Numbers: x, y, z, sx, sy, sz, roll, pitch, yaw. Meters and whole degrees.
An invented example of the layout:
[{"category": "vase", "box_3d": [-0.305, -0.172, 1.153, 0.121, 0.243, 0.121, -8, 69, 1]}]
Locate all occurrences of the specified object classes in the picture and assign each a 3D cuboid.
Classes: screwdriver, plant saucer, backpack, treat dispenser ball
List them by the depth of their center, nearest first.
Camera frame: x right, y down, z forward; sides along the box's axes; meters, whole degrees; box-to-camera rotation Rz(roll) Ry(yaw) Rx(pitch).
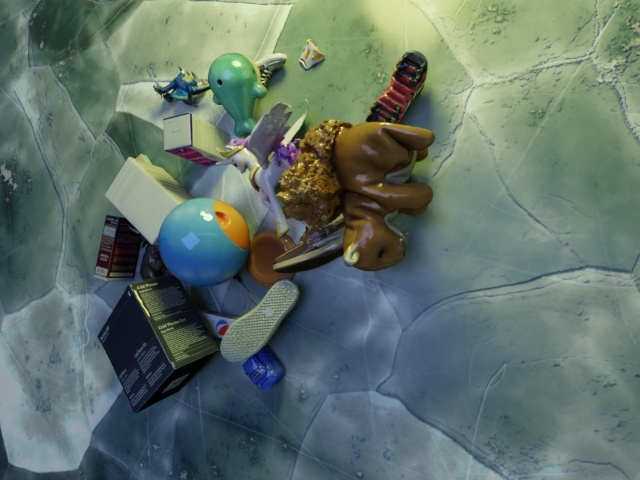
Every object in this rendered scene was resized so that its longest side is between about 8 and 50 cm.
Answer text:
[{"category": "backpack", "box_3d": [-0.187, 0.421, 1.330, 0.120, 0.101, 0.098, 47, 109, 14]}, {"category": "treat dispenser ball", "box_3d": [-0.371, 0.005, 1.331, 0.288, 0.288, 0.288, -2, 85, 21]}, {"category": "plant saucer", "box_3d": [-0.170, 0.063, 1.382, 0.200, 0.037, 0.200, -1, 86, 22]}, {"category": "screwdriver", "box_3d": [-0.267, 0.156, 1.428, 0.024, 0.025, 0.170, -43, 81, 13]}]

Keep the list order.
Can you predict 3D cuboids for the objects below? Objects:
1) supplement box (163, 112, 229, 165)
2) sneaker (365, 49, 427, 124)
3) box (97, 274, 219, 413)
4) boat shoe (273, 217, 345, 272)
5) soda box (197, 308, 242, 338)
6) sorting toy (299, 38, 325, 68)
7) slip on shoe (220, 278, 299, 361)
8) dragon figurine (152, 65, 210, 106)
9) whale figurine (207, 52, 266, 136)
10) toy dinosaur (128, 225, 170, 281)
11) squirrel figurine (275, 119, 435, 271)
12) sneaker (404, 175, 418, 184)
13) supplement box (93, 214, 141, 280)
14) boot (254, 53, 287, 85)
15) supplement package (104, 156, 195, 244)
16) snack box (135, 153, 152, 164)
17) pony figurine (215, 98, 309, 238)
[{"category": "supplement box", "box_3d": [-0.419, -0.340, 1.413, 0.111, 0.220, 0.114, -5, 85, 22]}, {"category": "sneaker", "box_3d": [0.232, -0.428, 1.230, 0.097, 0.135, 0.276, 37, 123, 8]}, {"category": "box", "box_3d": [-0.556, 0.344, 1.390, 0.343, 0.179, 0.312, -45, 72, 32]}, {"category": "boat shoe", "box_3d": [0.000, 0.000, 1.282, 0.342, 0.123, 0.123, -24, 70, 14]}, {"category": "soda box", "box_3d": [-0.349, 0.291, 1.419, 0.216, 0.069, 0.074, 7, 89, 23]}, {"category": "sorting toy", "box_3d": [-0.039, -0.623, 1.385, 0.075, 0.045, 0.083, -47, 70, 32]}, {"category": "slip on shoe", "box_3d": [-0.187, 0.258, 1.320, 0.123, 0.101, 0.331, 42, 91, 8]}, {"category": "dragon figurine", "box_3d": [-0.495, -0.551, 1.530, 0.289, 0.085, 0.144, 29, 97, 21]}, {"category": "whale figurine", "box_3d": [-0.286, -0.483, 1.385, 0.216, 0.141, 0.272, 2, 112, 25]}, {"category": "toy dinosaur", "box_3d": [-0.618, 0.085, 1.534, 0.160, 0.121, 0.314, 14, 105, 39]}, {"category": "squirrel figurine", "box_3d": [0.090, -0.115, 1.094, 0.397, 0.281, 0.370, 11, 97, 3]}, {"category": "sneaker", "box_3d": [0.240, -0.217, 1.235, 0.076, 0.065, 0.166, -23, 84, 6]}, {"category": "supplement box", "box_3d": [-0.766, 0.031, 1.571, 0.073, 0.130, 0.239, 12, 90, 22]}, {"category": "boot", "box_3d": [-0.195, -0.578, 1.430, 0.190, 0.069, 0.086, -7, 91, 29]}, {"category": "supplement package", "box_3d": [-0.588, -0.132, 1.487, 0.293, 0.175, 0.177, 41, 99, 19]}, {"category": "snack box", "box_3d": [-0.720, -0.256, 1.623, 0.141, 0.037, 0.100, -40, 74, 14]}, {"category": "pony figurine", "box_3d": [-0.129, -0.244, 1.290, 0.351, 0.303, 0.363, -40, 88, 23]}]
